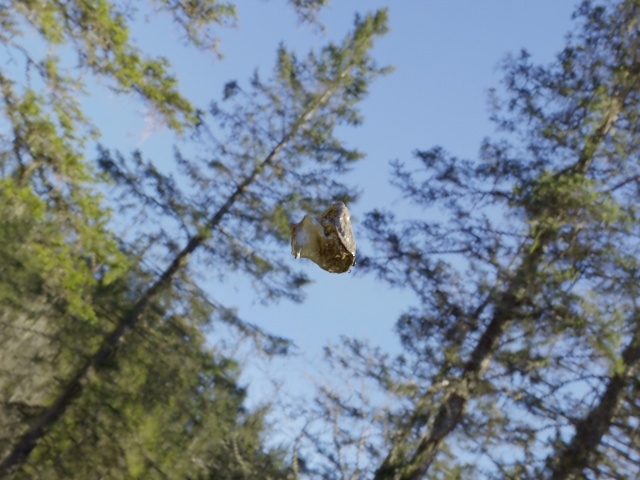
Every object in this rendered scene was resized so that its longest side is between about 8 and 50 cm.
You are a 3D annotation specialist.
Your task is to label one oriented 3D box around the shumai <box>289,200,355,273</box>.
[{"bbox_3d":[-0.002,0.002,1.529,0.146,0.116,0.145,12,-76,58],"label":"shumai"}]
